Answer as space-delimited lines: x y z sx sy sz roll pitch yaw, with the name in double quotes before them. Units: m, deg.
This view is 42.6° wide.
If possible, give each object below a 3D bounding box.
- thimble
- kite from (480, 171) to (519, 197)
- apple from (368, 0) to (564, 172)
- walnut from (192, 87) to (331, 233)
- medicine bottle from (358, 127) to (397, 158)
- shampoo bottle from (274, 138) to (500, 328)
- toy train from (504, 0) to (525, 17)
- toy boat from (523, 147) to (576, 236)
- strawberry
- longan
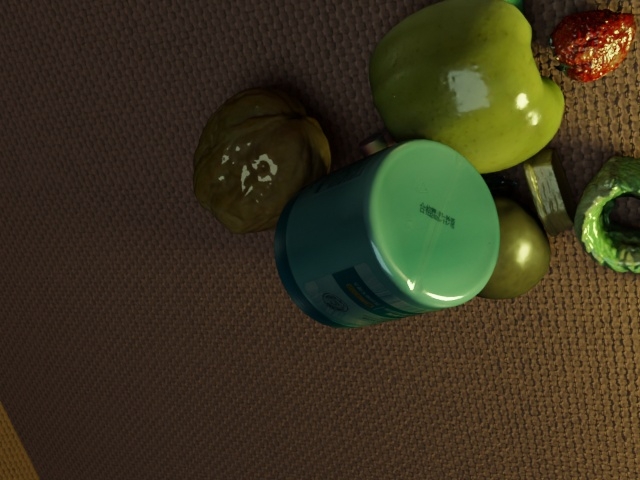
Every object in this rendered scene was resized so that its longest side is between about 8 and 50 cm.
"thimble" 0.620 -0.056 1.645 0.218 0.150 0.219 13 125 19
"kite" 0.360 -0.098 1.841 0.189 0.009 0.232 -12 113 32
"apple" 0.282 -0.290 1.651 0.360 0.311 0.320 -13 85 36
"walnut" -0.146 -0.171 1.878 0.306 0.306 0.344 39 126 1
"medicine bottle" 0.163 -0.153 1.853 0.119 0.094 0.188 -18 110 38
"shampoo bottle" 0.130 -0.006 1.637 0.331 0.331 0.342 53 147 -11
"toy train" 0.315 -0.511 1.566 0.159 0.101 0.248 -6 117 12
"toy boat" 0.484 -0.097 1.713 0.061 0.116 0.188 -15 110 26
"strawberry" 0.508 -0.364 1.531 0.148 0.131 0.131 -5 117 38
"longan" 0.377 0.023 1.777 0.248 0.248 0.248 13 124 20
